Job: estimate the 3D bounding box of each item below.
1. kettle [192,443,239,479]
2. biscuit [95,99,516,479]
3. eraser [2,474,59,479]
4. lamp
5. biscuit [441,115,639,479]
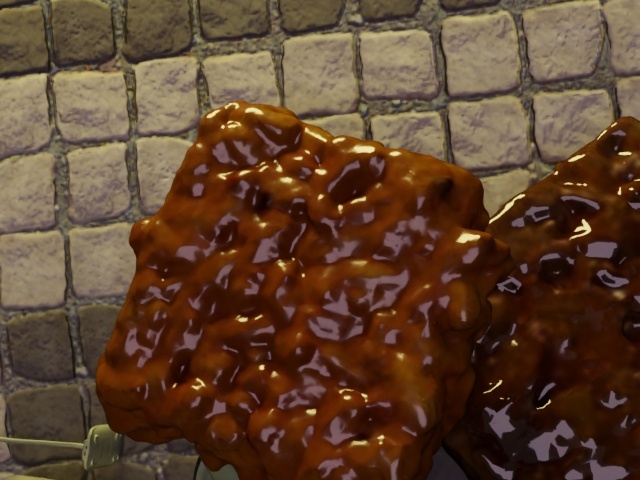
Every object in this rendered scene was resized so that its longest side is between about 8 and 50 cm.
[{"bbox_3d":[-0.027,0.236,1.001,0.240,0.165,0.255,-34,87,36],"label":"kettle"},{"bbox_3d":[-0.017,0.055,0.851,0.312,0.110,0.318,20,82,23],"label":"biscuit"},{"bbox_3d":[-0.274,0.431,0.979,0.331,0.149,0.332,-26,54,43],"label":"eraser"},{"bbox_3d":[-0.310,0.210,1.099,0.198,0.056,0.050,3,90,20],"label":"lamp"},{"bbox_3d":[0.274,0.130,0.901,0.342,0.166,0.395,-35,67,-7],"label":"biscuit"}]
